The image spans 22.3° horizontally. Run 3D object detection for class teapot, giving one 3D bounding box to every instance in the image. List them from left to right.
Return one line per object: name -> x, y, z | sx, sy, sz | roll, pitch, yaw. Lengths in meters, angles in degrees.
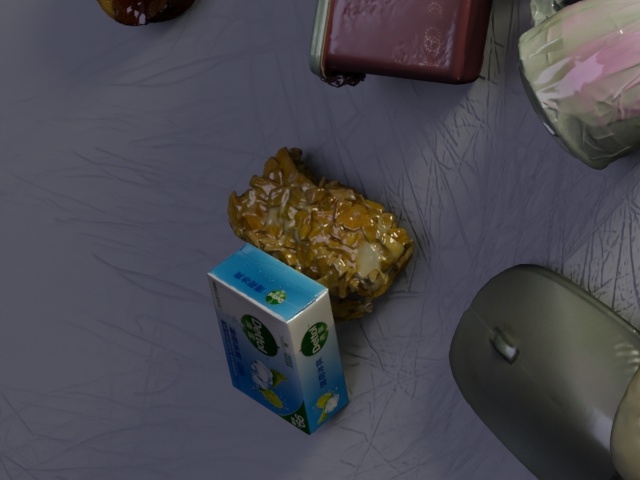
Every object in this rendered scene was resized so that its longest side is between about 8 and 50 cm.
teapot -> 0.312, -0.190, 1.657 | 0.178, 0.221, 0.163 | -29, 111, 25

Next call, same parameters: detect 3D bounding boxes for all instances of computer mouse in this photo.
computer mouse -> 0.268, 0.166, 1.706 | 0.331, 0.095, 0.197 | 41, 110, 31

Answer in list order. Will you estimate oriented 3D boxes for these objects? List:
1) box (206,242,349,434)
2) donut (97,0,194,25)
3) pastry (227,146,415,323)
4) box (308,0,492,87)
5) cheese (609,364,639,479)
box -> -0.049, 0.117, 1.908 | 0.139, 0.073, 0.194 | 29, 144, 36
donut -> -0.212, -0.364, 2.100 | 0.166, 0.073, 0.184 | 38, 112, 33
pastry -> 0.000, 0.000, 1.908 | 0.250, 0.102, 0.154 | 38, 102, 35
box -> 0.103, -0.302, 1.759 | 0.168, 0.193, 0.294 | 11, 100, 15
cheese -> 0.399, 0.089, 1.539 | 0.328, 0.130, 0.351 | -32, 74, 19
